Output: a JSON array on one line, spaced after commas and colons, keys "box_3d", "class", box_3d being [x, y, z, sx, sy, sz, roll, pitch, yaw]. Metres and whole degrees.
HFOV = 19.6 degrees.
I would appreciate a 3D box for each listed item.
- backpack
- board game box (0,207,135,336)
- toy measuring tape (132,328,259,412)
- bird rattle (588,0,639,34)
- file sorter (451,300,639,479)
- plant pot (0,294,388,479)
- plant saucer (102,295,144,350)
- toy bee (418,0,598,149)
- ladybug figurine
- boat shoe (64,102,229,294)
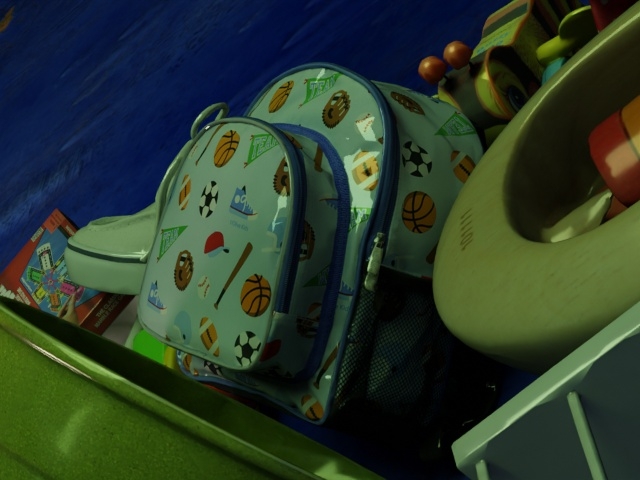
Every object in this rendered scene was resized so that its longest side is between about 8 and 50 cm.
[{"box_3d": [0.000, 0.000, 1.389, 0.276, 0.213, 0.263, 15, 84, 50], "class": "backpack"}, {"box_3d": [-0.268, 0.061, 1.822, 0.145, 0.027, 0.281, -51, 25, -2], "class": "board game box"}, {"box_3d": [-0.105, 0.181, 1.528, 0.121, 0.121, 0.330, -38, 30, 23], "class": "toy measuring tape"}, {"box_3d": [0.290, -0.253, 1.351, 0.253, 0.207, 0.143, 7, 40, 22], "class": "bird rattle"}, {"box_3d": [0.243, 0.129, 0.937, 0.277, 0.193, 0.173, -40, 29, 19], "class": "file sorter"}, {"box_3d": [-0.131, 0.272, 1.207, 0.353, 0.366, 0.366, -63, 26, -3], "class": "plant pot"}, {"box_3d": [-0.263, 0.162, 1.819, 0.400, 0.100, 0.400, -37, 27, 23], "class": "plant saucer"}, {"box_3d": [0.157, -0.124, 1.468, 0.195, 0.162, 0.298, -39, 27, 16], "class": "toy bee"}, {"box_3d": [0.274, -0.057, 1.179, 0.449, 0.162, 0.305, -36, 27, 27], "class": "ladybug figurine"}, {"box_3d": [-0.077, -0.043, 1.603, 0.367, 0.156, 0.136, -4, 12, 33], "class": "boat shoe"}]
